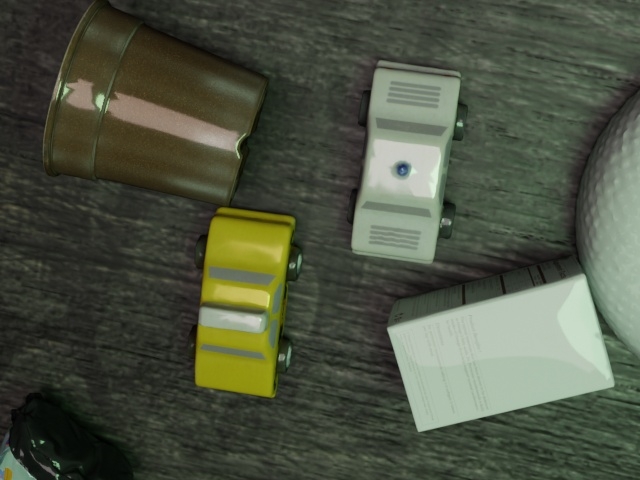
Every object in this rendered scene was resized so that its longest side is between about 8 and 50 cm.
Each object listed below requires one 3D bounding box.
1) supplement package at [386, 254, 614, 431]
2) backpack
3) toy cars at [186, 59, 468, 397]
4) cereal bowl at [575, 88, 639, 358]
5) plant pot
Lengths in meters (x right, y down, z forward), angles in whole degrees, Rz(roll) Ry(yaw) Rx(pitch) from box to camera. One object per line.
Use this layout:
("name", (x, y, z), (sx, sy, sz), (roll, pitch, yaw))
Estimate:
("supplement package", (0.163, 0.092, 0.902), (0.179, 0.105, 0.105), (-15, 97, 10))
("backpack", (-0.296, 0.267, 0.988), (0.152, 0.115, 0.182), (41, 105, -4))
("toy cars", (0.000, 0.000, 0.916), (0.394, 0.087, 0.176), (-41, 93, 12))
("cereal bowl", (0.398, -0.006, 0.838), (0.339, 0.141, 0.338), (1, 100, 6))
("plant pot", (-0.141, -0.111, 0.886), (0.165, 0.167, 0.166), (18, 102, -4))
